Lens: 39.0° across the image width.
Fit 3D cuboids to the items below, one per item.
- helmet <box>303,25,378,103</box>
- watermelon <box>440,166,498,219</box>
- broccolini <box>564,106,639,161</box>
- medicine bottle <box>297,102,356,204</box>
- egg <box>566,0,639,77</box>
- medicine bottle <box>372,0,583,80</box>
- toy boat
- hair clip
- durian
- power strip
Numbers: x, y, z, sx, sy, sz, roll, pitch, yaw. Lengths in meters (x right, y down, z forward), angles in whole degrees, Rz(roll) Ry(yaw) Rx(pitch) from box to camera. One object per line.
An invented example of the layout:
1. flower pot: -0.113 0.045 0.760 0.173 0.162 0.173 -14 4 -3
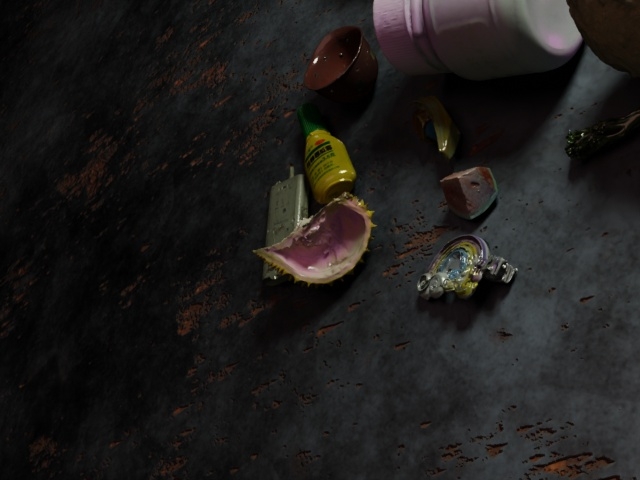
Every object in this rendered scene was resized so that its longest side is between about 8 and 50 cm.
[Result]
1. helmet: 0.052 -0.335 1.787 0.155 0.106 0.175 -43 36 13
2. watermelon: 0.235 -0.079 1.460 0.084 0.072 0.092 -29 49 54
3. broccolini: 0.469 -0.179 1.312 0.239 0.051 0.054 -24 91 27
4. medicine bottle: 0.003 -0.178 1.768 0.095 0.064 0.260 -39 42 21
5. egg: 0.487 -0.335 1.209 0.311 0.279 0.279 2 64 18
6. medicine bottle: 0.261 -0.387 1.498 0.302 0.241 0.241 1 66 47
7. toy boat: 0.200 -0.197 1.576 0.066 0.065 0.172 -32 39 9
8. hair clip: 0.225 0.044 1.412 0.172 0.049 0.116 1 52 55
9. durian: -0.001 0.002 1.602 0.165 0.132 0.182 25 72 39
10. power strip: -0.065 -0.036 1.765 0.092 0.034 0.267 -22 51 36
